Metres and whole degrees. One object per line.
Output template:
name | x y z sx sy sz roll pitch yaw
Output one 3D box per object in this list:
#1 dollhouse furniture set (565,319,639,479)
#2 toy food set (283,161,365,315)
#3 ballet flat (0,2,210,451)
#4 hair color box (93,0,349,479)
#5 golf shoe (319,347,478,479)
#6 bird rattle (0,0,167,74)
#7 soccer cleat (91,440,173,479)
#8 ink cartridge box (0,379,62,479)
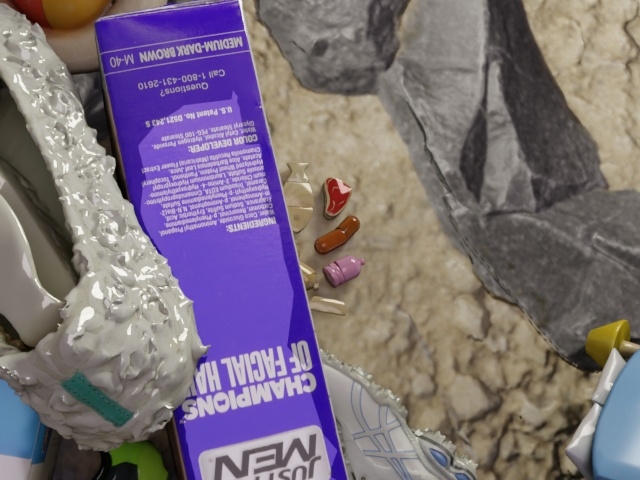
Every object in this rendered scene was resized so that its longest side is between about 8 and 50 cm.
dollhouse furniture set | 0.165 0.242 0.775 0.198 0.286 0.303 11 46 30
toy food set | 0.000 0.000 0.831 0.078 0.019 0.122 11 70 -8
ballet flat | -0.208 -0.050 0.629 0.147 0.147 0.409 -33 59 -14
hair color box | -0.078 0.026 0.727 0.110 0.185 0.338 -13 82 -12
golf shoe | 0.035 0.155 0.785 0.176 0.069 0.086 41 82 1
bird rattle | -0.200 -0.230 0.767 0.254 0.143 0.207 6 96 -6
soccer cleat | -0.171 0.224 0.735 0.072 0.060 0.179 30 68 -23
ink cartridge box | -0.276 0.195 0.669 0.168 0.171 0.232 11 77 -8
